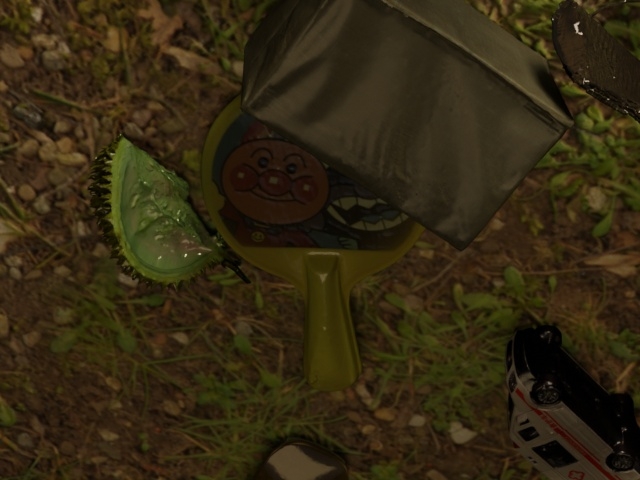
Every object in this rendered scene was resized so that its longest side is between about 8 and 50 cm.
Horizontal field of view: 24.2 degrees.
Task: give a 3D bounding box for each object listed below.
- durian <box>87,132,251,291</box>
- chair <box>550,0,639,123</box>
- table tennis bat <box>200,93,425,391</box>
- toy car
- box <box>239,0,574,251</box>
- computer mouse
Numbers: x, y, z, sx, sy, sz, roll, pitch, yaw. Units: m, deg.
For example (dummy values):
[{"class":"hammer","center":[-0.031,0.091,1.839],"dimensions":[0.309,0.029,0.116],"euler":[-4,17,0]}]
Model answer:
[{"class":"durian","center":[-0.158,-0.010,1.446],"dimensions":[0.100,0.086,0.215],"euler":[-33,125,10]},{"class":"chair","center":[0.300,-0.135,1.242],"dimensions":[0.149,0.174,0.213],"euler":[-29,131,30]},{"class":"table tennis bat","center":[0.000,0.000,1.448],"dimensions":[0.224,0.054,0.368],"euler":[1,124,5]},{"class":"toy car","center":[0.242,0.179,1.538],"dimensions":[0.108,0.089,0.210],"euler":[-29,123,32]},{"class":"box","center":[0.068,-0.134,1.259],"dimensions":[0.231,0.155,0.149],"euler":[32,113,-19]},{"class":"computer mouse","center":[-0.043,0.302,1.694],"dimensions":[0.102,0.045,0.199],"euler":[26,126,-11]}]
